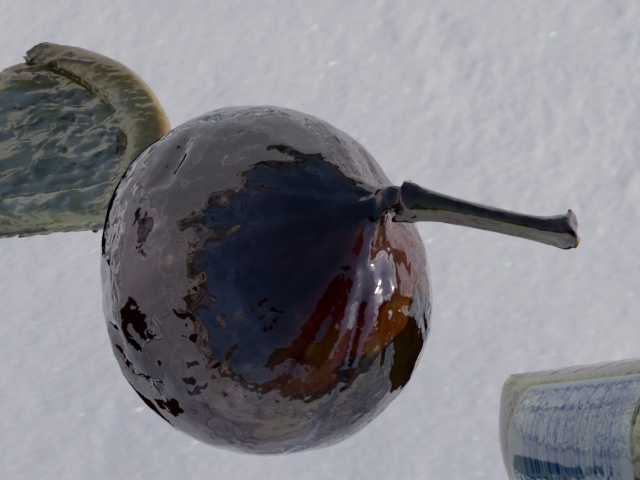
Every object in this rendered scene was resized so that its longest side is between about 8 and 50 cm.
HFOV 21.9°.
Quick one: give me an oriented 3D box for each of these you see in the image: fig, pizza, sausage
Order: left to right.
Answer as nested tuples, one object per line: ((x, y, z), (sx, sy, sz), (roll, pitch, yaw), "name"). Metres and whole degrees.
((-0.239, -0.068, 1.232), (0.262, 0.034, 0.181), (-12, 54, 5), "pizza")
((-0.015, 0.007, 0.909), (0.186, 0.249, 0.203), (-21, 79, -32), "fig")
((0.195, 0.133, 1.041), (0.125, 0.317, 0.117), (39, 73, -11), "sausage")
